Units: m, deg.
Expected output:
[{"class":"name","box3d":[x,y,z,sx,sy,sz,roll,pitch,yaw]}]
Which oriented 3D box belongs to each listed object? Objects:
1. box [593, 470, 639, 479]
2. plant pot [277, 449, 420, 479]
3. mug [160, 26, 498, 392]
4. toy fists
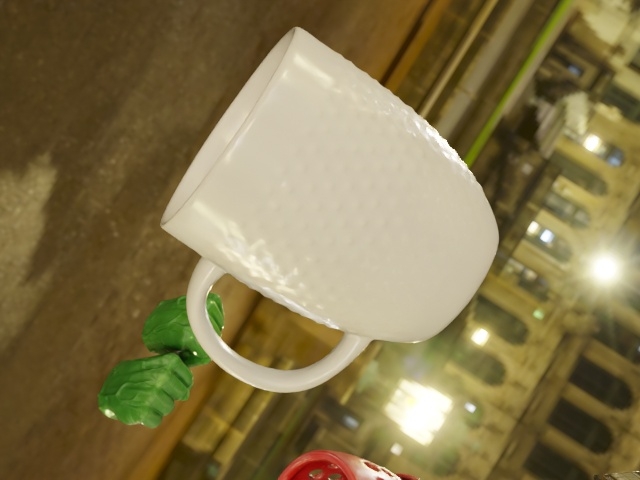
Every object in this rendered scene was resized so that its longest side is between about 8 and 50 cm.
[{"class":"box","box3d":[0.437,0.341,1.529,0.180,0.147,0.078,-162,-113,-85]},{"class":"plant pot","box3d":[0.048,0.371,1.544,0.191,0.174,0.191,-26,-127,42]},{"class":"mug","box3d":[0.000,0.000,1.421,0.374,0.328,0.276,-55,-169,3]},{"class":"toy fists","box3d":[-0.256,0.202,2.098,0.142,0.096,0.279,-12,-145,44]}]
